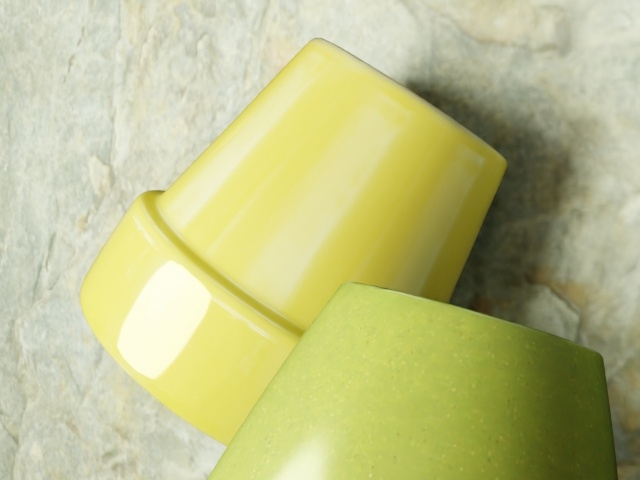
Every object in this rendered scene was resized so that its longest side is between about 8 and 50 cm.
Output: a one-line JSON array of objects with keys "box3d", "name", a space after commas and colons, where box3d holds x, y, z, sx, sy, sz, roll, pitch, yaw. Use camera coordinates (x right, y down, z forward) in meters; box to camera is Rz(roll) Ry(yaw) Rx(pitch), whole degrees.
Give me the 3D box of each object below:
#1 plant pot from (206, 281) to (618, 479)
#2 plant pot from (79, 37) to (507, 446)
[{"box3d": [0.033, 0.178, 0.409, 0.275, 0.275, 0.293, 12, 83, 33], "name": "plant pot"}, {"box3d": [0.000, 0.000, 0.593, 0.254, 0.254, 0.239, 38, 100, 26], "name": "plant pot"}]
